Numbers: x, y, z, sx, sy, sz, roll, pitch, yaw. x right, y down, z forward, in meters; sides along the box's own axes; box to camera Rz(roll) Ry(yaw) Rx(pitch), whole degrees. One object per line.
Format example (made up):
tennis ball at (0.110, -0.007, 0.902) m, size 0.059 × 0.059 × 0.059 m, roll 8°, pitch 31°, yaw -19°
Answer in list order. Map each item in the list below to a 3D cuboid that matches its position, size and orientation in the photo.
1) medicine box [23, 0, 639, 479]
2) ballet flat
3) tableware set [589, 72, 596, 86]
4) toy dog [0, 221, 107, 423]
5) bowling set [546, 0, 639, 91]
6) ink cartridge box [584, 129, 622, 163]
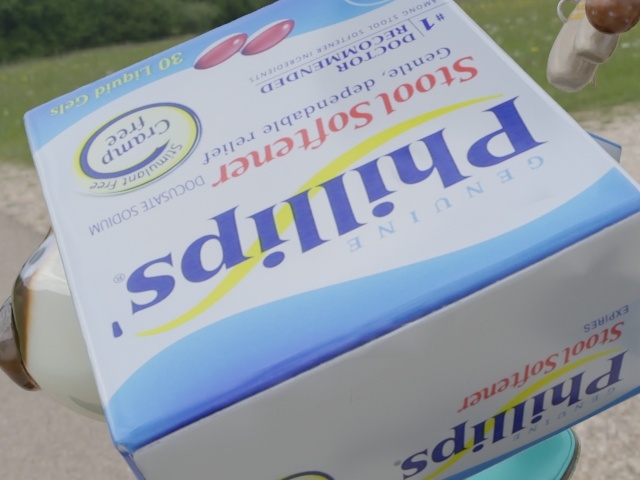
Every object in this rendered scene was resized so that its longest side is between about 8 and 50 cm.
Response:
medicine box at (0.000, 0.000, 0.600) m, size 0.263 × 0.149 × 0.289 m, roll -25°, pitch 42°, yaw -6°
ballet flat at (0.198, 0.365, 1.344) m, size 0.348 × 0.123 × 0.123 m, roll -41°, pitch 28°, yaw -22°
tableware set at (0.353, -0.309, 1.428) m, size 0.039 × 0.194 × 0.128 m, roll 3°, pitch -4°, yaw 18°
toy dog at (-0.097, 0.052, 0.963) m, size 0.284 × 0.396 × 0.408 m, roll 12°, pitch 4°, yaw 35°
bowling set at (0.346, -0.238, 1.052) m, size 0.287 × 0.154 × 0.200 m, roll 16°, pitch -10°, yaw 31°
ink cartridge box at (0.209, -0.083, 1.196) m, size 0.148 × 0.086 × 0.203 m, roll 13°, pitch -7°, yaw -37°
